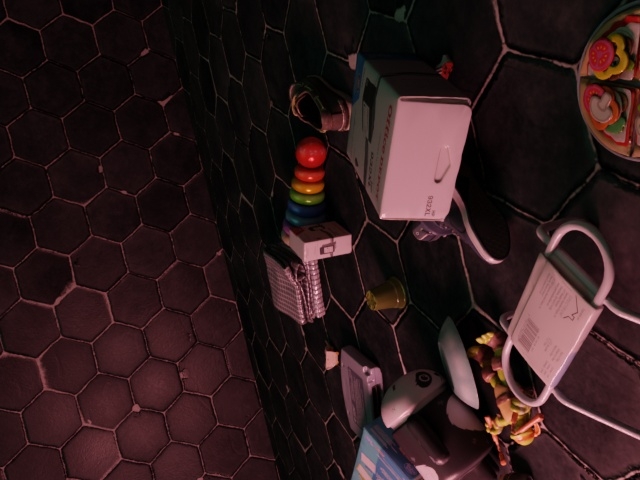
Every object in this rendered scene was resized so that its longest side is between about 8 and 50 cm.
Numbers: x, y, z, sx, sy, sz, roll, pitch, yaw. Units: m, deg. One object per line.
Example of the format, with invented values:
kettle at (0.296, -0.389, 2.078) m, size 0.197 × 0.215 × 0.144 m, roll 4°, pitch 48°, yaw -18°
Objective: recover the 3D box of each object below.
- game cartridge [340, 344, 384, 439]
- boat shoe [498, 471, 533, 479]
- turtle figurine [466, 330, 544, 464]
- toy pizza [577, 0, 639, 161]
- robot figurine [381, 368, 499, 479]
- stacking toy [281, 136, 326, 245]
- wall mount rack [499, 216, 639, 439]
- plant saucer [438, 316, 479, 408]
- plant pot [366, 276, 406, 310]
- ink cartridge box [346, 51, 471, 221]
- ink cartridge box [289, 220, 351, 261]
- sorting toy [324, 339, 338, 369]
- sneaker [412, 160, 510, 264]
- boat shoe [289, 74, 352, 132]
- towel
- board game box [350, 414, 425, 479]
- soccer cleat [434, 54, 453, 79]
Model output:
game cartridge at (0.129, 0.476, 1.787) m, size 0.196 × 0.060 × 0.295 m, roll 25°, pitch 126°, yaw 58°
boat shoe at (0.395, 0.551, 1.120) m, size 0.065 × 0.075 × 0.206 m, roll -32°, pitch 51°, yaw 40°
turtle figurine at (0.350, 0.281, 1.084) m, size 0.270 × 0.087 × 0.218 m, roll 83°, pitch 172°, yaw -60°
toy pizza at (0.401, -0.198, 0.744) m, size 0.201 × 0.032 × 0.201 m, roll 47°, pitch 144°, yaw 50°
robot figurine at (0.255, 0.408, 1.250) m, size 0.278 × 0.173 × 0.209 m, roll 51°, pitch 154°, yaw 18°
stacking toy at (-0.036, -0.142, 1.717) m, size 0.141 × 0.141 × 0.331 m, roll 49°, pitch 141°, yaw 48°
wall mount rack at (0.402, 0.139, 0.842) m, size 0.304 × 0.130 × 0.350 m, roll -121°, pitch 27°, yaw -43°
plant saucer at (0.277, 0.256, 1.213) m, size 0.195 × 0.037 × 0.195 m, roll -16°, pitch -90°, yaw -88°
plant pot at (0.159, 0.140, 1.469) m, size 0.083 × 0.079 × 0.083 m, roll 45°, pitch 142°, yaw 51°
ink cartridge box at (0.147, -0.204, 1.096) m, size 0.307 × 0.128 × 0.223 m, roll -108°, pitch 20°, yaw -58°
ink cartridge box at (0.000, 0.000, 1.673) m, size 0.109 × 0.150 × 0.063 m, roll 42°, pitch 137°, yaw 54°
sorting toy at (0.029, 0.378, 1.983) m, size 0.075 × 0.044 × 0.083 m, roll -122°, pitch 26°, yaw -52°
sneaker at (0.259, -0.019, 1.107) m, size 0.163 × 0.086 × 0.226 m, roll 119°, pitch 141°, yaw -47°
boat shoe at (-0.019, -0.364, 1.562) m, size 0.324 × 0.096 × 0.117 m, roll 45°, pitch 143°, yaw 51°
towel at (-0.101, 0.144, 2.041) m, size 0.283 × 0.121 × 0.235 m, roll 26°, pitch 128°, yaw 62°
board game box at (0.206, 0.681, 1.630) m, size 0.254 × 0.079 × 0.336 m, roll 43°, pitch 144°, yaw 34°
soccer cleat at (0.226, -0.311, 1.105) m, size 0.083 × 0.029 × 0.036 m, roll 111°, pitch 154°, yaw -58°
